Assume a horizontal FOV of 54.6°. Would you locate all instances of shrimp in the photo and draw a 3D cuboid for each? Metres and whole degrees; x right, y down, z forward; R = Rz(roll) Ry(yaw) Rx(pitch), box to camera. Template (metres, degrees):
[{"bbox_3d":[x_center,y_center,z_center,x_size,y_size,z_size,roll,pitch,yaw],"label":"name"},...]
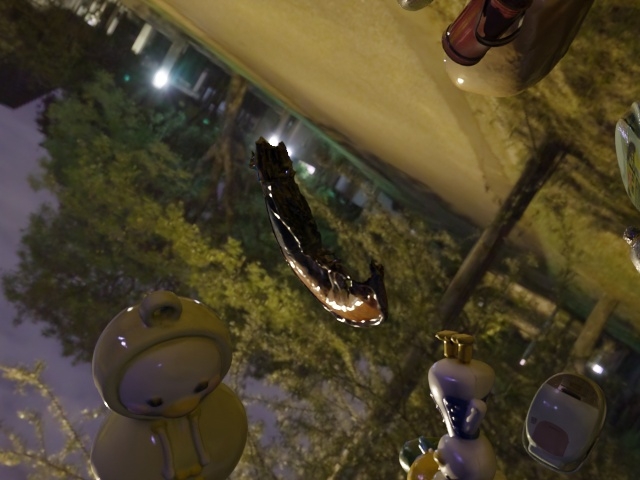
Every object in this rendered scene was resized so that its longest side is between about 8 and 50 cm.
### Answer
[{"bbox_3d":[0.000,0.000,0.796,0.222,0.054,0.290,20,139,58],"label":"shrimp"}]

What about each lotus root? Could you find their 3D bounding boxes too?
[{"bbox_3d":[0.729,0.040,1.329,0.113,0.088,0.192,-10,-130,-28],"label":"lotus root"}]

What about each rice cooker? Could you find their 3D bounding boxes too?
[{"bbox_3d":[0.515,0.376,1.298,0.145,0.206,0.127,25,-170,39],"label":"rice cooker"}]

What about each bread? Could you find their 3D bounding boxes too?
[{"bbox_3d":[0.461,-0.520,1.401,0.253,0.348,0.376,36,145,15],"label":"bread"}]

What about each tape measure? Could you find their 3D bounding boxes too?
[{"bbox_3d":[0.698,-0.166,1.248,0.262,0.138,0.259,-86,-21,-46],"label":"tape measure"}]

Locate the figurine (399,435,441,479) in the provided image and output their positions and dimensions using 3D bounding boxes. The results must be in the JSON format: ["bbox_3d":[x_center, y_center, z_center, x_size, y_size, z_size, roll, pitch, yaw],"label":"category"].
[{"bbox_3d":[0.264,0.492,1.295,0.185,0.127,0.234,16,172,-5],"label":"figurine"}]

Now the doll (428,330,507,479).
[{"bbox_3d":[0.221,0.288,0.961,0.119,0.293,0.138,-8,-176,-17],"label":"doll"}]

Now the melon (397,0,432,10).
[{"bbox_3d":[0.208,-0.546,1.307,0.099,0.099,0.162,30,163,-7],"label":"melon"}]

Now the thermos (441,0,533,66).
[{"bbox_3d":[0.317,-0.428,1.137,0.099,0.124,0.232,-4,163,-19],"label":"thermos"}]

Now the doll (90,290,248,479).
[{"bbox_3d":[-0.128,0.149,0.525,0.141,0.296,0.117,-12,-127,-19],"label":"doll"}]
